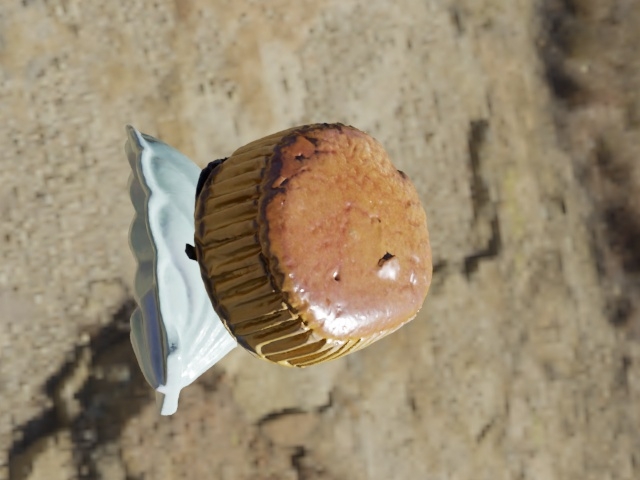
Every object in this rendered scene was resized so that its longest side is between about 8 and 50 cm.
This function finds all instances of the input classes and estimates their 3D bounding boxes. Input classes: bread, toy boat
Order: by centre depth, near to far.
[{"bbox_3d":[0.000,0.001,1.296,0.199,0.104,0.199,17,65,-43],"label":"bread"},{"bbox_3d":[-0.136,0.020,1.594,0.199,0.100,0.290,98,-14,-54],"label":"toy boat"}]
